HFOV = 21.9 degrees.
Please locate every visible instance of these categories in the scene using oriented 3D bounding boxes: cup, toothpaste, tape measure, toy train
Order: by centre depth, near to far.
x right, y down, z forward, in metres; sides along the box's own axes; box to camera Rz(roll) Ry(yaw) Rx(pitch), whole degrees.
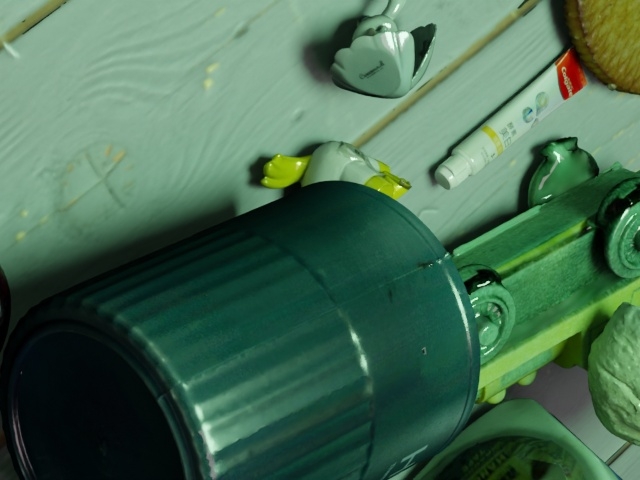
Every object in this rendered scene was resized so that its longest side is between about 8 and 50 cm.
[{"bbox_3d":[-0.084,0.108,1.259,0.292,0.308,0.242,-23,107,-46],"label":"cup"},{"bbox_3d":[0.179,-0.110,1.529,0.190,0.031,0.048,-39,127,-20],"label":"toothpaste"},{"bbox_3d":[0.188,0.064,1.549,0.369,0.150,0.237,-26,131,-24],"label":"toy train"},{"bbox_3d":[0.179,0.303,1.572,0.259,0.262,0.138,-48,126,2],"label":"tape measure"}]

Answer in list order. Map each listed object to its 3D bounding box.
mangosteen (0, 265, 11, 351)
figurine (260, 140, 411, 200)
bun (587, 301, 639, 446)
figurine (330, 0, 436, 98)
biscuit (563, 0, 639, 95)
[{"bbox_3d":[-0.294,0.050,1.157,0.152,0.152,0.152,-17,121,-32],"label":"mangosteen"},{"bbox_3d":[0.007,0.003,1.415,0.129,0.109,0.178,3,109,-8],"label":"figurine"},{"bbox_3d":[0.352,0.111,1.538,0.212,0.126,0.204,-47,146,0],"label":"bun"},{"bbox_3d":[0.049,-0.159,1.376,0.094,0.086,0.082,-31,124,31],"label":"figurine"},{"bbox_3d":[0.333,-0.284,1.561,0.305,0.038,0.305,-18,122,-33],"label":"biscuit"}]
